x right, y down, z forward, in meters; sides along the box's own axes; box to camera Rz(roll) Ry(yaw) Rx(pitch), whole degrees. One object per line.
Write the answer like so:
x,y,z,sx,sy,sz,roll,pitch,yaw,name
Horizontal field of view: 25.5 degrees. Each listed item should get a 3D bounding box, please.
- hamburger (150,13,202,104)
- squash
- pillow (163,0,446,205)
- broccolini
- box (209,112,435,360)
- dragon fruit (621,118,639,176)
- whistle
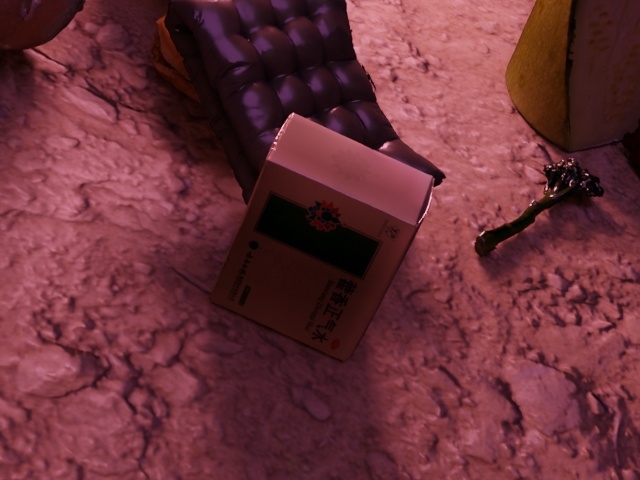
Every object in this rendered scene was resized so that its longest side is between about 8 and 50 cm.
-0.133,-0.229,1.733,0.147,0.083,0.138,32,45,12,hamburger
0.405,-0.310,1.917,0.234,0.309,0.210,-11,54,-35,squash
-0.022,-0.155,1.641,0.228,0.101,0.326,-20,77,-38,pillow
0.273,-0.048,1.777,0.071,0.057,0.254,0,19,40,broccolini
0.000,0.000,1.465,0.168,0.212,0.095,23,40,-2,box
0.633,-0.140,1.912,0.329,0.286,0.228,6,40,-34,dragon fruit
-0.380,-0.340,1.671,0.189,0.189,0.348,-4,36,-30,whistle
